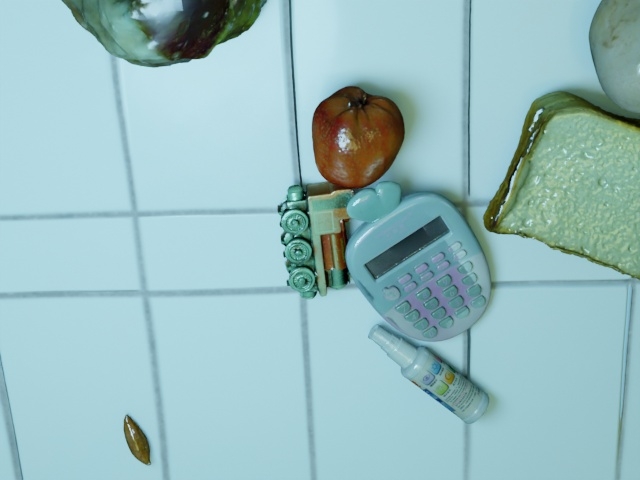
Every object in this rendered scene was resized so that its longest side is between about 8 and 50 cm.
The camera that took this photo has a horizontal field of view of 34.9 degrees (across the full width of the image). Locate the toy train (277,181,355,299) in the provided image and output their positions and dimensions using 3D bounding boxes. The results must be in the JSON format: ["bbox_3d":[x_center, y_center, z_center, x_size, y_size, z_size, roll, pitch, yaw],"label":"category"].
[{"bbox_3d":[0.000,0.000,1.501,0.118,0.074,0.176,-8,111,0],"label":"toy train"}]

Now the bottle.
[{"bbox_3d":[0.165,0.201,1.576,0.217,0.060,0.060,39,109,-12],"label":"bottle"}]

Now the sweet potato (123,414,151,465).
[{"bbox_3d":[-0.302,0.327,1.668,0.034,0.034,0.095,-19,99,10],"label":"sweet potato"}]

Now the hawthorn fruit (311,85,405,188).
[{"bbox_3d":[0.050,-0.137,1.410,0.132,0.133,0.138,7,129,1],"label":"hawthorn fruit"}]

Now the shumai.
[{"bbox_3d":[-0.212,-0.347,1.271,0.304,0.263,0.309,25,111,-9],"label":"shumai"}]

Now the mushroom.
[{"bbox_3d":[0.456,-0.249,1.309,0.209,0.206,0.206,38,109,-13],"label":"mushroom"}]

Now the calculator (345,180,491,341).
[{"bbox_3d":[0.141,0.030,1.493,0.185,0.041,0.299,-34,117,6],"label":"calculator"}]

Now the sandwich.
[{"bbox_3d":[0.384,-0.080,1.437,0.251,0.087,0.226,16,113,-6],"label":"sandwich"}]
